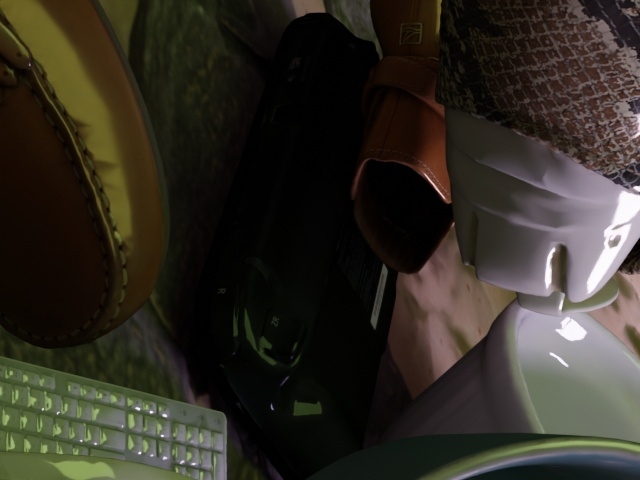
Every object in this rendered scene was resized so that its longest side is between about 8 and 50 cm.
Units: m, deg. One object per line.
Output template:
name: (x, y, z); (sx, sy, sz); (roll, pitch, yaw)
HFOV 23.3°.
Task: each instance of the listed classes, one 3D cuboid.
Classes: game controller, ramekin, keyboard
game controller: (0.000, 0.000, 0.965); (0.319, 0.067, 0.166); (-74, 151, -45)
ramekin: (0.159, 0.181, 0.972); (0.277, 0.135, 0.277); (41, 25, -24)
keyboard: (-0.121, 0.097, 0.728); (0.256, 0.014, 0.072); (24, 54, -53)

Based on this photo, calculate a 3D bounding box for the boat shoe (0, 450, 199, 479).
boat shoe: (-0.147, 0.131, 0.546); (0.340, 0.127, 0.113); (25, 54, -51)

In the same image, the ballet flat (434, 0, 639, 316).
ballet flat: (0.157, -0.041, 0.888); (0.182, 0.164, 0.483); (-63, 160, 3)

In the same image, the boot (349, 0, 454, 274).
boot: (0.090, -0.074, 0.998); (0.283, 0.109, 0.220); (71, 28, -60)

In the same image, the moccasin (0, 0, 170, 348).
moccasin: (-0.192, -0.114, 0.597); (0.380, 0.139, 0.147); (62, 31, -17)

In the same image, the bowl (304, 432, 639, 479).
bowl: (0.063, 0.218, 0.741); (0.312, 0.311, 0.163); (59, -11, -21)
